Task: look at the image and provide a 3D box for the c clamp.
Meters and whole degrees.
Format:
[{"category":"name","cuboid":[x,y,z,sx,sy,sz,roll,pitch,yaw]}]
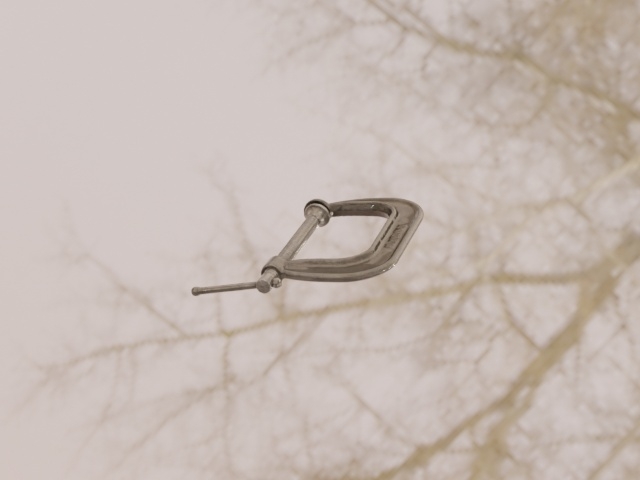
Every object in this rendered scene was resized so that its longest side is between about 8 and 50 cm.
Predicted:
[{"category":"c clamp","cuboid":[0.000,0.000,1.256,0.160,0.137,0.022,-46,-49,-56]}]
